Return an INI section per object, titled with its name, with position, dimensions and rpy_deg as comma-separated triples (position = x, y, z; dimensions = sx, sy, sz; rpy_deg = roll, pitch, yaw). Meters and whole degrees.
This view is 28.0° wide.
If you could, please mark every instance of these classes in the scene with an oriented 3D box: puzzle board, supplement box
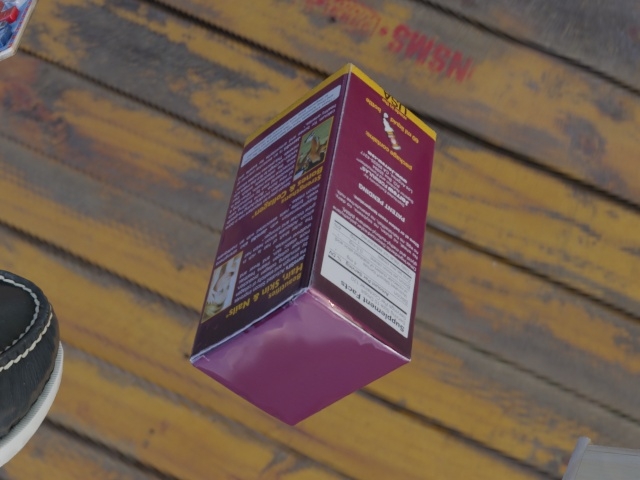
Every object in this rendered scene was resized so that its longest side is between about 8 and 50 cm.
[puzzle board]
position = -0.231, -0.129, 0.831
dimensions = 0.096, 0.128, 0.011
rpy_deg = -22, 118, 10
[supplement box]
position = 0.000, 0.000, 0.762
dimensions = 0.081, 0.188, 0.104
rpy_deg = 36, 132, -25

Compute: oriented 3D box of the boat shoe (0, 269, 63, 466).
[boat shoe]
position = -0.198, 0.055, 0.514
dimensions = 0.114, 0.302, 0.091
rpy_deg = 21, 112, 14

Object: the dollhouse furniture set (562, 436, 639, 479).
[dollhouse furniture set]
position = 0.336, 0.368, 1.150
dimensions = 0.198, 0.286, 0.303
rpy_deg = 0, 136, 38
